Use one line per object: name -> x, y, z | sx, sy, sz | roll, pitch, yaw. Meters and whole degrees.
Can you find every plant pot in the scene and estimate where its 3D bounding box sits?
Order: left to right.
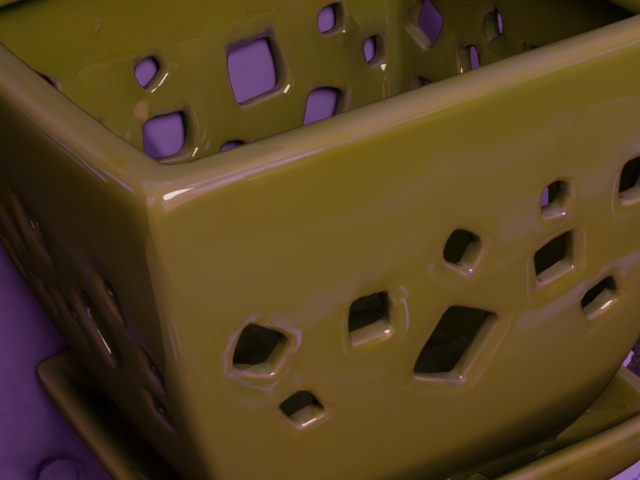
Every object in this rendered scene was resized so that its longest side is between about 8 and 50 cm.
plant pot -> 0.000, 0.000, 0.716 | 0.228, 0.227, 0.207 | -20, 121, -22

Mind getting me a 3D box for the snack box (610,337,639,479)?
snack box -> 0.151, 0.076, 0.911 | 0.322, 0.060, 0.187 | -38, 120, -13
